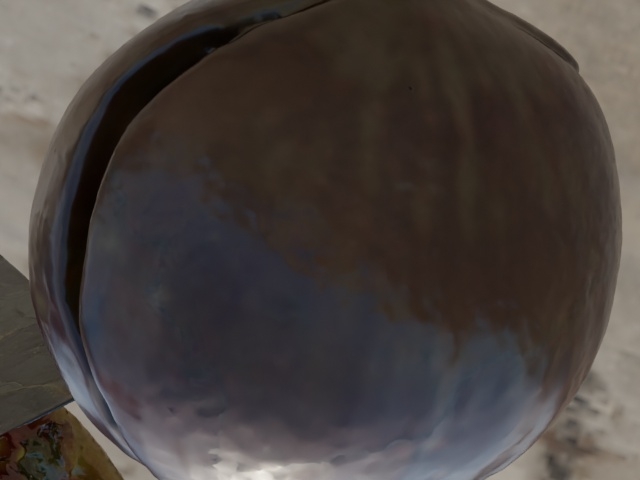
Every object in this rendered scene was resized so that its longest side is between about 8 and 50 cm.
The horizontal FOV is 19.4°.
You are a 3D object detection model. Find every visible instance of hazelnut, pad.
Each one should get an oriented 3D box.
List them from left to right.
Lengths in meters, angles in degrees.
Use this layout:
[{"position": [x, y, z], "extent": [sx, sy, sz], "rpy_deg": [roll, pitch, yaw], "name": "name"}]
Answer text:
[{"position": [-0.364, 0.118, 1.850], "extent": [0.367, 0.247, 0.007], "rpy_deg": [33, 145, 56], "name": "pad"}, {"position": [0.000, 0.000, 1.356], "extent": [0.429, 0.402, 0.402], "rpy_deg": [0, 171, -22], "name": "hazelnut"}]

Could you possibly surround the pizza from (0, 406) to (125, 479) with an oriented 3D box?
[{"position": [-0.320, 0.396, 1.920], "extent": [0.406, 0.440, 0.130], "rpy_deg": [-19, 173, -43], "name": "pizza"}]
